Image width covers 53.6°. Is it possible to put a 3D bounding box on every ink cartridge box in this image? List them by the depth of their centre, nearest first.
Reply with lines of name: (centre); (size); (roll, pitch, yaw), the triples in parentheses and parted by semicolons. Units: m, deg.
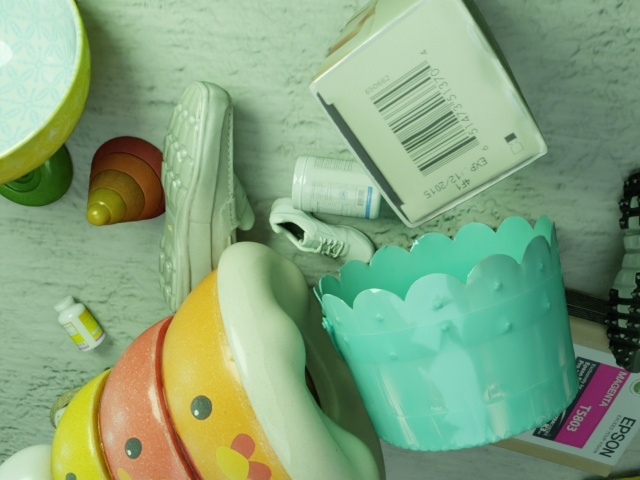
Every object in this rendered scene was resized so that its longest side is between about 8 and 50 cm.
ink cartridge box: (0.341, 0.191, 0.862); (0.193, 0.088, 0.234); (16, 118, 1)

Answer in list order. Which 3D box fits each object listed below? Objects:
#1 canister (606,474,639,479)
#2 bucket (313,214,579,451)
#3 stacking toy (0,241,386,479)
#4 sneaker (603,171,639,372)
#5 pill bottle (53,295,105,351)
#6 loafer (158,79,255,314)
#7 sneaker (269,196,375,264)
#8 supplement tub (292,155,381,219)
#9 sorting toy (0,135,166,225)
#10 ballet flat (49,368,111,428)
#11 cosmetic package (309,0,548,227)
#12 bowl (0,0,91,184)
canister: (0.503, 0.413, 0.965); (0.170, 0.073, 0.126); (-17, 114, 19)
bucket: (0.147, 0.096, 0.719); (0.281, 0.281, 0.183); (-15, 97, 16)
stacking toy: (-0.190, 0.249, 0.763); (0.480, 0.350, 0.350); (-28, 111, 8)
sneaker: (0.403, 0.042, 0.741); (0.106, 0.078, 0.234); (7, 88, -7)
pill bottle: (-0.366, 0.125, 0.960); (0.043, 0.043, 0.083); (-20, 113, 18)
loafer: (-0.140, -0.046, 0.809); (0.111, 0.112, 0.319); (-7, 126, -29)
sneaker: (0.000, 0.000, 0.827); (0.152, 0.061, 0.053); (25, 117, -6)
supplement tub: (0.023, -0.066, 0.782); (0.107, 0.071, 0.071); (8, 119, 5)
sorting toy: (-0.381, -0.075, 0.809); (0.365, 0.126, 0.127); (10, 119, 3)
ballet flat: (-0.386, 0.273, 1.030); (0.206, 0.067, 0.073); (-38, 106, 24)
cosmetic package: (0.099, -0.158, 0.592); (0.129, 0.296, 0.153); (-31, 108, 23)
bowl: (-0.390, -0.169, 0.723); (0.289, 0.289, 0.156); (10, 162, 3)
